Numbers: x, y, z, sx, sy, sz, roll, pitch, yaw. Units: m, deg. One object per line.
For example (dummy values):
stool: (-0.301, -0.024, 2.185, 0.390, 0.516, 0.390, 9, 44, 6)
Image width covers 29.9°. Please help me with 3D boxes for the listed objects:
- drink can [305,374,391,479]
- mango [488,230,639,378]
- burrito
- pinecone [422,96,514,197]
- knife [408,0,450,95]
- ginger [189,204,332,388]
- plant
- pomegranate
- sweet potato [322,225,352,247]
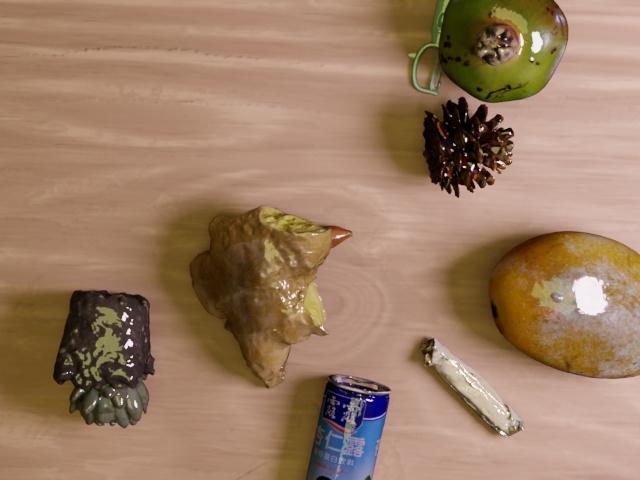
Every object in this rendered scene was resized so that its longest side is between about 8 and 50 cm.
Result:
drink can: (0.031, 0.314, 1.690, 0.097, 0.097, 0.235, 13, 94, 2)
mango: (0.382, 0.092, 1.638, 0.316, 0.146, 0.193, 12, 96, -12)
burrito: (0.215, 0.209, 1.700, 0.185, 0.041, 0.045, 45, 112, -3)
pinecone: (0.200, -0.130, 1.630, 0.120, 0.140, 0.140, -9, 93, -11)
knife: (0.163, -0.312, 1.681, 0.054, 0.015, 0.212, 14, 95, 10)
ginger: (-0.083, 0.084, 1.666, 0.218, 0.123, 0.270, 13, 103, 21)
plant: (-0.302, 0.168, 1.678, 0.129, 0.132, 0.195, 2, 89, 5)
pomegranate: (0.236, -0.268, 1.583, 0.179, 0.209, 0.180, 4, 102, 17)
sweet potato: (0.000, 0.000, 1.700, 0.095, 0.034, 0.034, -20, 93, 6)
